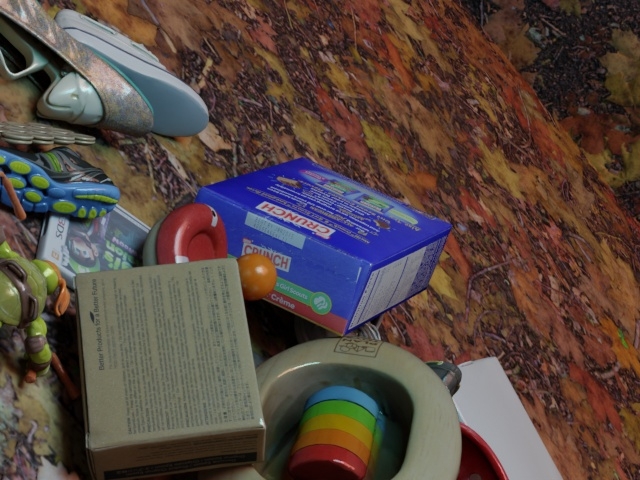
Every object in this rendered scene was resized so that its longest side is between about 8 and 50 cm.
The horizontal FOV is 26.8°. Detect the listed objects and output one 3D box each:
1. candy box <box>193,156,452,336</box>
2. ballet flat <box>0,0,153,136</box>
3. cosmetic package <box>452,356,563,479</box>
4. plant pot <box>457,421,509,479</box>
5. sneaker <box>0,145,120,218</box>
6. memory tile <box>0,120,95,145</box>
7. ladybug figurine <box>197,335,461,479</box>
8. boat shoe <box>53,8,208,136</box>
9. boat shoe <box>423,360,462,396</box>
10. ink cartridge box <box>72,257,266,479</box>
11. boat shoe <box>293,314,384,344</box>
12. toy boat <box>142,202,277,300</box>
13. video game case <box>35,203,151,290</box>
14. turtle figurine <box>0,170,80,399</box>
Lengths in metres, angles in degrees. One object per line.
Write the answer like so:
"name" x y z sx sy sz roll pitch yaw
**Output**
"candy box" 0.000 0.000 1.886 0.268 0.122 0.317 25 19 20
"ballet flat" -0.358 -0.224 1.746 0.316 0.107 0.106 42 50 -13
"cosmetic package" 0.248 0.376 1.964 0.217 0.156 0.385 -1 59 -59
"plant pot" 0.142 0.358 1.787 0.191 0.174 0.191 39 30 -29
"sneaker" -0.331 -0.077 1.618 0.188 0.067 0.078 13 33 -41
"memory tile" -0.356 -0.130 1.633 0.148 0.113 0.012 -6 108 -58
"ladybug figurine" 0.015 0.275 1.613 0.449 0.305 0.162 -64 157 -58
"boat shoe" -0.268 -0.237 1.894 0.267 0.096 0.088 25 43 -32
"boat shoe" 0.117 0.219 1.851 0.081 0.227 0.068 51 59 -7
"ink cartridge box" -0.172 0.143 1.512 0.193 0.088 0.235 -6 53 -8
"boat shoe" 0.047 0.100 2.001 0.118 0.103 0.320 50 27 -9
"toy boat" -0.124 0.059 1.684 0.151 0.151 0.231 26 45 -64
"video game case" -0.266 0.016 1.683 0.190 0.022 0.173 38 32 -30
"turtle figurine" -0.334 0.074 1.408 0.217 0.087 0.270 -34 113 -53
